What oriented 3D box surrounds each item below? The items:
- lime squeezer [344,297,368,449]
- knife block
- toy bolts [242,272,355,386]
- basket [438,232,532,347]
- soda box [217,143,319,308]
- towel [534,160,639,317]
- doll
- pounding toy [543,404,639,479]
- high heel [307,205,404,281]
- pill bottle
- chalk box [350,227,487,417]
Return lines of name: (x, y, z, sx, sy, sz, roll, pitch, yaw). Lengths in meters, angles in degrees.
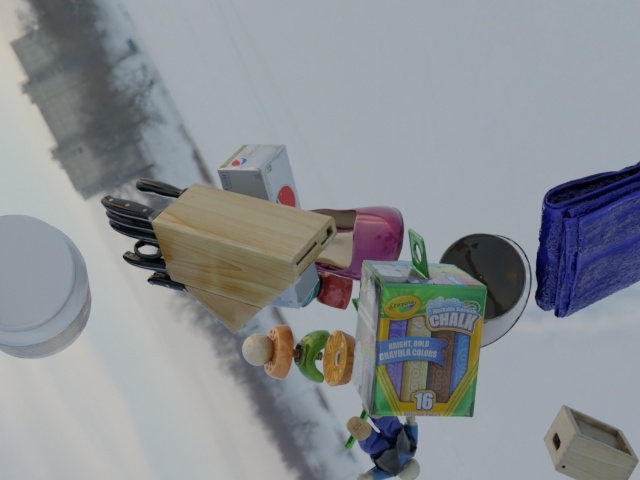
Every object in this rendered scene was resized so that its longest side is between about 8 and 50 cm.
lime squeezer: (0.103, 0.256, 1.941, 0.058, 0.110, 0.311, 13, 107, 33)
knife block: (-0.140, -0.015, 1.201, 0.242, 0.088, 0.275, 44, 144, -4)
toy bolts: (-0.037, 0.150, 1.801, 0.218, 0.158, 0.229, -169, 89, -68)
basket: (0.244, 0.070, 1.526, 0.154, 0.204, 0.227, 34, 178, 12)
soda box: (-0.066, -0.018, 1.321, 0.074, 0.069, 0.216, -52, -42, -48)
towel: (0.435, -0.001, 1.488, 0.308, 0.227, 0.076, 76, 173, -58)
doll: (0.096, 0.299, 1.438, 0.046, 0.129, 0.189, 27, 162, 40)
pounding toy: (0.433, 0.347, 1.606, 0.130, 0.100, 0.141, 24, -165, -4)
high heel: (0.000, 0.000, 1.624, 0.377, 0.181, 0.127, 158, 121, -69)
pill bottle: (-0.381, 0.063, 1.289, 0.161, 0.161, 0.283, 62, 164, 5)
chalk box: (0.120, 0.095, 1.226, 0.132, 0.132, 0.213, -124, 39, -75)
